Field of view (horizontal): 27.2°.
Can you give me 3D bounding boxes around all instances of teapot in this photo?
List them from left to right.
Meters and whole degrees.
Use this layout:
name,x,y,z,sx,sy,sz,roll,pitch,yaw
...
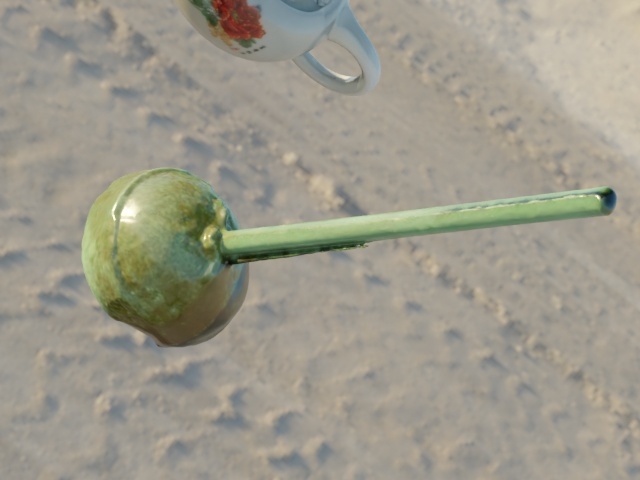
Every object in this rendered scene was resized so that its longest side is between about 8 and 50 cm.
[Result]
name,x,y,z,sx,sy,sz,roll,pitch,yaw
teapot,-0.033,-0.168,0.755,0.092,0.145,0.226,4,-37,38

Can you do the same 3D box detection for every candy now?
name,x,y,z,sx,sy,sz,roll,pitch,yaw
candy,0.000,0.000,0.390,0.202,0.061,0.061,-7,-20,44
